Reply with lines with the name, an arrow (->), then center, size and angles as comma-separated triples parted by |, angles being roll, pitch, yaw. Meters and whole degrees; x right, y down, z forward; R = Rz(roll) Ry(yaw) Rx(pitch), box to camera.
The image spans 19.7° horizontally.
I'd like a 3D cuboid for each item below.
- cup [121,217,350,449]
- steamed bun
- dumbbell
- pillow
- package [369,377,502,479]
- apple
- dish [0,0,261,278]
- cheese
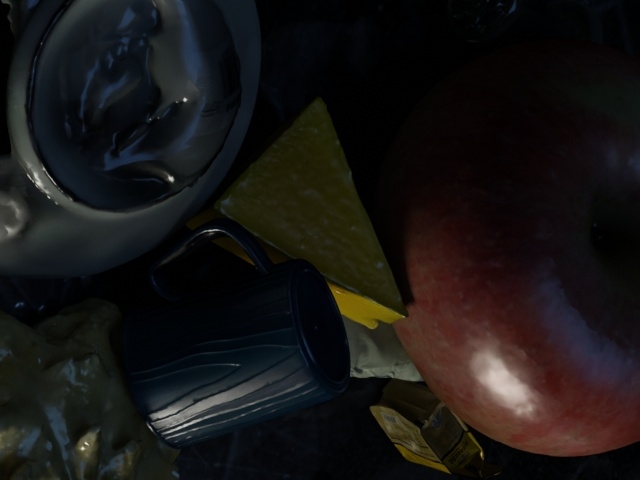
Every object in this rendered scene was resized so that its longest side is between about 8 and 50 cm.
cup -> -0.067, 0.071, 1.363 | 0.150, 0.138, 0.113 | 56, 24, -38
steamed bun -> -0.207, 0.185, 1.353 | 0.292, 0.137, 0.295 | 38, 81, -41
dumbbell -> 0.177, -0.188, 1.595 | 0.254, 0.081, 0.081 | 20, 91, -43
pillow -> 0.030, 0.053, 1.566 | 0.229, 0.051, 0.128 | 8, 91, -44
package -> 0.104, 0.181, 1.665 | 0.047, 0.071, 0.131 | -54, 133, -21
apple -> 0.184, 0.007, 1.521 | 0.345, 0.269, 0.344 | 5, 79, -26
dish -> -0.155, -0.115, 1.300 | 0.324, 0.124, 0.324 | -15, 114, -37
cheese -> 0.000, 0.000, 1.444 | 0.171, 0.093, 0.126 | 47, 68, -6
